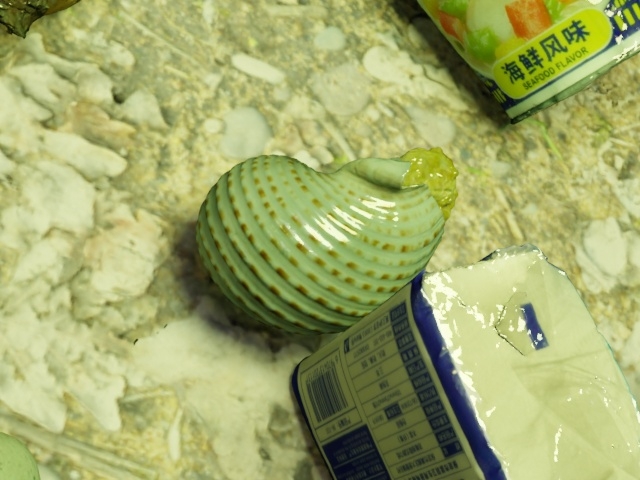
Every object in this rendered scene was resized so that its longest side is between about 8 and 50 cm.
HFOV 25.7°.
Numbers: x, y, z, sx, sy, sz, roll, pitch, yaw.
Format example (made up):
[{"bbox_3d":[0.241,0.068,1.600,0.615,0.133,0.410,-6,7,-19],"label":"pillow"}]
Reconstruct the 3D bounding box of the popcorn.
[{"bbox_3d":[0.084,-0.046,1.226,0.083,0.059,0.068,-46,121,-6],"label":"popcorn"}]

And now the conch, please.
[{"bbox_3d":[-0.006,0.009,1.100,0.172,0.200,0.131,45,58,-26],"label":"conch"}]

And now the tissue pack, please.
[{"bbox_3d":[0.105,0.136,1.043,0.137,0.270,0.209,-22,79,-26],"label":"tissue pack"}]

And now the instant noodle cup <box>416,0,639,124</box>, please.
[{"bbox_3d":[0.175,-0.285,1.252,0.284,0.284,0.312,-33,92,-28],"label":"instant noodle cup"}]

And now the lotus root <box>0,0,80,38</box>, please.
[{"bbox_3d":[-0.230,-0.340,1.141,0.196,0.179,0.397,14,65,-14],"label":"lotus root"}]

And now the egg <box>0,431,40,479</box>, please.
[{"bbox_3d":[-0.258,0.196,0.959,0.164,0.131,0.131,-36,86,-35],"label":"egg"}]
